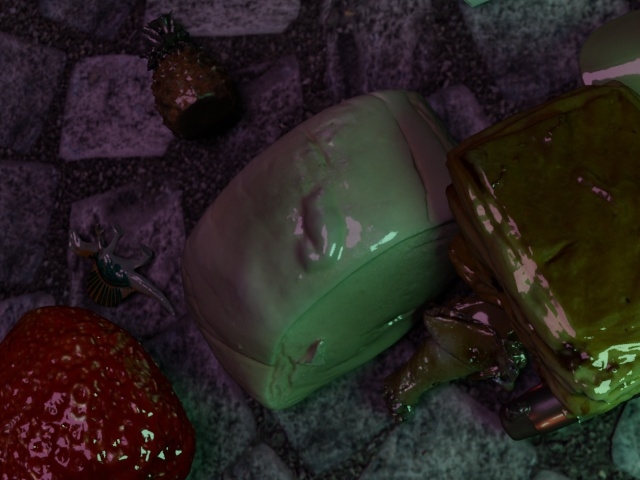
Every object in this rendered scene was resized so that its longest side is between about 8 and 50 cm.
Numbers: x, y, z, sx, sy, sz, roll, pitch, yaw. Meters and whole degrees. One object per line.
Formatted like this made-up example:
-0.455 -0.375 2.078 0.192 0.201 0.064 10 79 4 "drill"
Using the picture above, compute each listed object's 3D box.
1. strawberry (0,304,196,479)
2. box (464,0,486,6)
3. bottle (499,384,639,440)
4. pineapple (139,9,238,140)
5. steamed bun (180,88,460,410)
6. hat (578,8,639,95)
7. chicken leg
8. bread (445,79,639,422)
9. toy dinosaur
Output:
-0.295 0.213 2.042 0.257 0.257 0.277 -28 78 18 "strawberry"
0.252 -0.425 1.993 0.274 0.116 0.203 -22 69 21 "box"
0.275 0.171 1.873 0.164 0.060 0.060 -26 68 20 "bottle"
-0.175 -0.217 2.173 0.108 0.108 0.197 -37 52 14 "pineapple"
-0.004 0.001 1.953 0.383 0.236 0.247 -39 63 13 "steamed bun"
0.376 -0.215 1.885 0.173 0.144 0.166 -7 72 2 "hat"
0.147 0.127 1.940 0.196 0.080 0.125 -19 85 22 "chicken leg"
0.291 0.015 1.819 0.277 0.167 0.324 -23 70 -22 "bread"
-0.261 0.045 2.186 0.106 0.044 0.187 -40 76 28 "toy dinosaur"
